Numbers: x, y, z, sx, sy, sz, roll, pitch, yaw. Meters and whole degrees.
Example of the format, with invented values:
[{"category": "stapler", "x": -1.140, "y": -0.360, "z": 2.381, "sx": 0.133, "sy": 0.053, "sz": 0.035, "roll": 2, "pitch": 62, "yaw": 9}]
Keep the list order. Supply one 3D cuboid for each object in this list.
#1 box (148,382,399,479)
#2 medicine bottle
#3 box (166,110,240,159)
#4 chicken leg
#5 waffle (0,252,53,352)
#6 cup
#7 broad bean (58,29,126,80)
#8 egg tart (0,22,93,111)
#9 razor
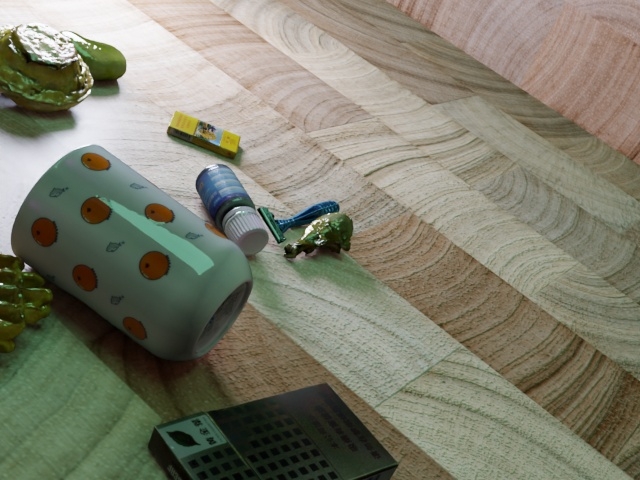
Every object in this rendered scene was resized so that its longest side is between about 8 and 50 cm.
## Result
[{"category": "box", "x": -0.058, "y": 0.299, "z": 1.316, "sx": 0.325, "sy": 0.047, "sz": 0.180, "roll": -6, "pitch": 42, "yaw": -45}, {"category": "medicine bottle", "x": -0.163, "y": -0.057, "z": 1.772, "sx": 0.083, "sy": 0.083, "sz": 0.203, "roll": 3, "pitch": 36, "yaw": -37}, {"category": "box", "x": -0.250, "y": -0.228, "z": 2.045, "sx": 0.155, "sy": 0.023, "sz": 0.087, "roll": 21, "pitch": 26, "yaw": -10}, {"category": "chicken leg", "x": 0.000, "y": 0.000, "z": 1.840, "sx": 0.093, "sy": 0.070, "sz": 0.178, "roll": 45, "pitch": 41, "yaw": 20}, {"category": "waffle", "x": -0.523, "y": 0.064, "z": 1.304, "sx": 0.293, "sy": 0.069, "sz": 0.260, "roll": 28, "pitch": 26, "yaw": 9}, {"category": "cup", "x": -0.269, "y": 0.027, "z": 1.415, "sx": 0.317, "sy": 0.212, "sz": 0.212, "roll": 34, "pitch": 29, "yaw": 12}, {"category": "broad bean", "x": -0.504, "y": -0.399, "z": 2.054, "sx": 0.174, "sy": 0.082, "sz": 0.124, "roll": 7, "pitch": 36, "yaw": -30}, {"category": "egg tart", "x": -0.561, "y": -0.357, "z": 1.878, "sx": 0.241, "sy": 0.106, "sz": 0.241, "roll": 21, "pitch": 42, "yaw": -20}, {"category": "razor", "x": -0.038, "y": -0.047, "z": 1.901, "sx": 0.082, "sy": 0.042, "sz": 0.253, "roll": 57, "pitch": 34, "yaw": 9}]
